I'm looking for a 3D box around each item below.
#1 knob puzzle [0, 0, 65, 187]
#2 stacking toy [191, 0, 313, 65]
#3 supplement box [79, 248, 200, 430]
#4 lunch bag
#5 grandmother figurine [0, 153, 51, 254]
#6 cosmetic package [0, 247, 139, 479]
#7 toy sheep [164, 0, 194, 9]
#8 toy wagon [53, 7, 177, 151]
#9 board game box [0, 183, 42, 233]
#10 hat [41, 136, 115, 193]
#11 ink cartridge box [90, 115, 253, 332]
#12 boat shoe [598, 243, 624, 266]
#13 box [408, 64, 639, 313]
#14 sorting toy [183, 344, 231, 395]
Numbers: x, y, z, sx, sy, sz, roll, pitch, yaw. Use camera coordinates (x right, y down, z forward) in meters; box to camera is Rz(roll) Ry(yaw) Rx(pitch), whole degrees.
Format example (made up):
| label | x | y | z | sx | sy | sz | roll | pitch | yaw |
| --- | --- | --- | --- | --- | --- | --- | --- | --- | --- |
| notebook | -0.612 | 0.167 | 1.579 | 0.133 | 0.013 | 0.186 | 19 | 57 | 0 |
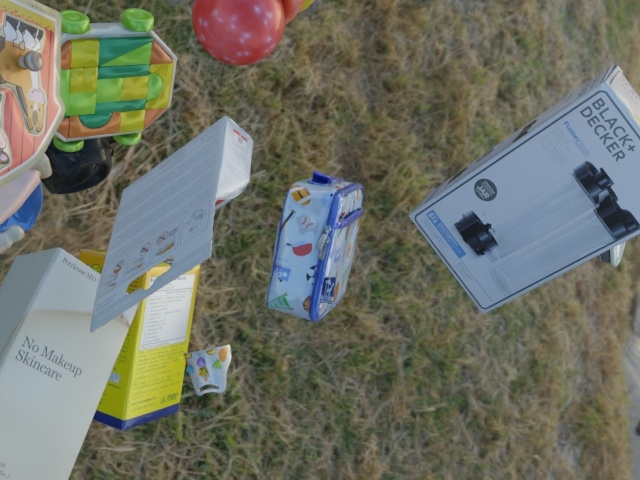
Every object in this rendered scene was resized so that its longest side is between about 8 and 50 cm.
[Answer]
| label | x | y | z | sx | sy | sz | roll | pitch | yaw |
| --- | --- | --- | --- | --- | --- | --- | --- | --- | --- |
| knob puzzle | -0.293 | -0.137 | 0.638 | 0.213 | 0.030 | 0.213 | 0 | 90 | -67 |
| stacking toy | -0.035 | -0.303 | 0.762 | 0.141 | 0.141 | 0.330 | 47 | 46 | -25 |
| supplement box | -0.423 | 0.208 | 1.598 | 0.194 | 0.195 | 0.356 | 1 | 99 | -64 |
| lunch bag | 0.000 | 0.000 | 1.246 | 0.303 | 0.115 | 0.243 | -36 | 139 | -77 |
| grandmother figurine | -0.578 | -0.011 | 1.146 | 0.104 | 0.208 | 0.342 | 59 | 40 | -42 |
| cosmetic package | -0.382 | 0.183 | 0.953 | 0.160 | 0.113 | 0.309 | 43 | 51 | -40 |
| toy sheep | -0.152 | -0.343 | 0.922 | 0.132 | 0.091 | 0.091 | -50 | 115 | -25 |
| toy wagon | -0.434 | -0.282 | 1.304 | 0.344 | 0.267 | 0.068 | -14 | 48 | -34 |
| board game box | -0.584 | -0.077 | 1.310 | 0.033 | 0.168 | 0.133 | -19 | 100 | -86 |
| hat | -0.581 | -0.185 | 1.668 | 0.331 | 0.331 | 0.134 | -16 | 87 | -42 |
| ink cartridge box | -0.125 | -0.011 | 0.626 | 0.045 | 0.145 | 0.179 | 39 | 32 | -36 |
| boat shoe | 0.653 | -0.081 | 1.666 | 0.109 | 0.091 | 0.305 | -41 | 125 | -45 |
| box | 0.270 | -0.053 | 0.860 | 0.169 | 0.290 | 0.087 | 54 | 37 | -2 |
| sorting toy | -0.190 | 0.220 | 1.198 | 0.045 | 0.083 | 0.075 | 1 | 77 | -77 |
